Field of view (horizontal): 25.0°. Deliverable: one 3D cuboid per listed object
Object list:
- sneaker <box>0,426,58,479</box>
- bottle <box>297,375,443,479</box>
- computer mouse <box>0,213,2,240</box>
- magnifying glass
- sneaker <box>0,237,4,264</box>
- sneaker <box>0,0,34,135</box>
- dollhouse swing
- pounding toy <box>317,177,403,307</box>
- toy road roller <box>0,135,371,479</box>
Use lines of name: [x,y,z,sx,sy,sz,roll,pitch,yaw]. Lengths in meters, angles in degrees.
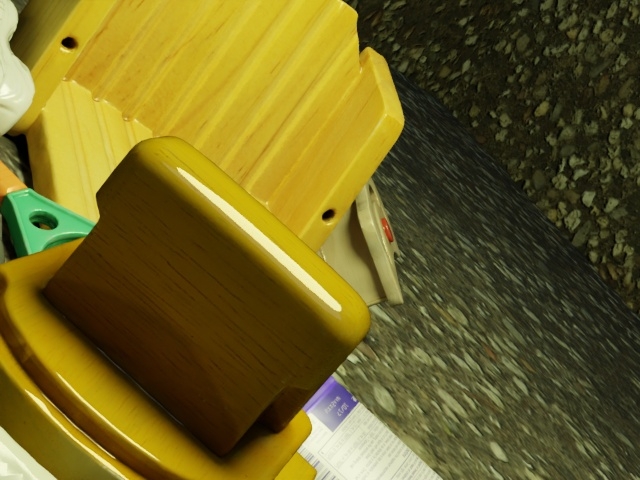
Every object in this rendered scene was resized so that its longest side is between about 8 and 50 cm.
sneaker: [-0.194,0.131,0.525,0.410,0.158,0.182,36,31,-2]
bottle: [0.051,0.211,0.981,0.283,0.092,0.118,42,44,4]
computer mouse: [-0.244,-0.018,0.974,0.042,0.106,0.193,-9,23,-17]
magnifying glass: [-0.216,-0.017,1.089,0.231,0.026,0.092,40,37,24]
sneaker: [-0.297,-0.036,0.848,0.295,0.104,0.147,39,-7,34]
sneaker: [-0.312,-0.184,1.208,0.115,0.090,0.232,49,3,-44]
dollhouse swing: [-0.076,-0.101,1.289,0.347,0.315,0.305,33,5,-32]
pounding toy: [0.000,0.000,1.589,0.269,0.154,0.154,-99,167,-56]
toy road roller: [-0.083,0.071,0.758,0.202,0.240,0.329,43,14,4]
